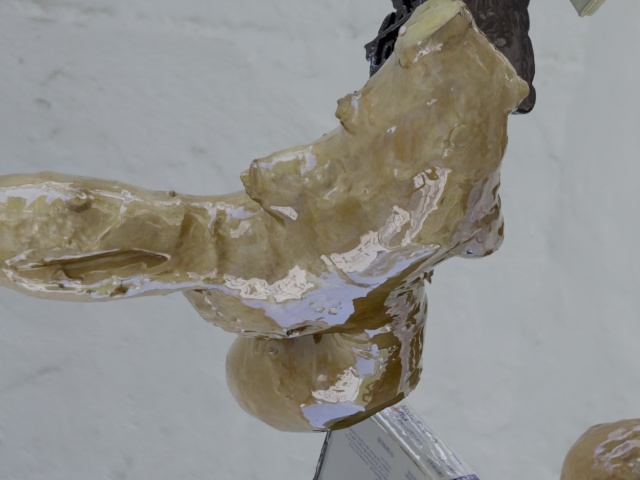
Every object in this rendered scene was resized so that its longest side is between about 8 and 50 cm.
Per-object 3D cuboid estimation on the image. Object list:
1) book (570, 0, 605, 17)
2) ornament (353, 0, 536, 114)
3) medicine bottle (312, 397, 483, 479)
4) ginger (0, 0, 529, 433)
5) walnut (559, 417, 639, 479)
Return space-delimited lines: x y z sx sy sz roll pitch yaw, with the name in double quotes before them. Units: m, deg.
"book" 0.244 -0.324 1.078 0.018 0.241 0.170 -6 -121 -37
"ornament" 0.118 -0.207 1.525 0.106 0.260 0.251 11 -109 -32
"medicine bottle" 0.067 0.228 1.040 0.052 0.201 0.171 -10 -53 -33
"ginger" 0.007 0.020 0.841 0.363 0.348 0.122 45 -140 -41
"walnut" 0.450 0.357 1.864 0.257 0.257 0.224 -2 -91 -44
